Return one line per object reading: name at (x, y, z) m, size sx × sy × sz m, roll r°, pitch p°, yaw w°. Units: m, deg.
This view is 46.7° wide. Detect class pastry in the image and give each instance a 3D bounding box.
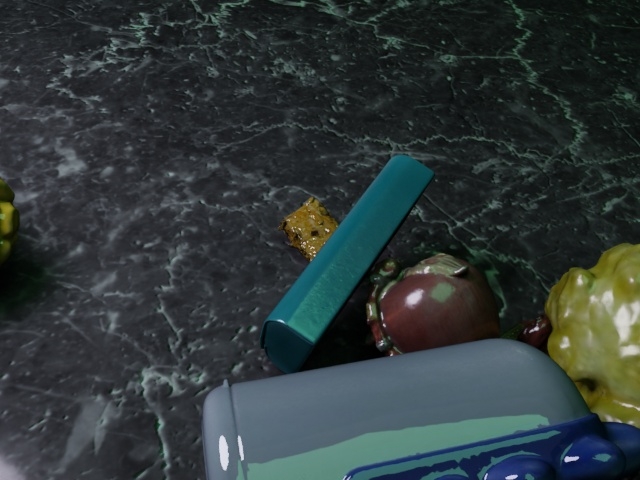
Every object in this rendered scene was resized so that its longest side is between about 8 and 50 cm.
pastry at (0.000, 0.000, 1.037) m, size 0.080 × 0.056 × 0.140 m, roll -28°, pitch 54°, yaw -20°

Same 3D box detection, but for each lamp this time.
lamp at (0.159, 0.106, 0.895) m, size 0.215 × 0.151 × 0.223 m, roll -28°, pitch 96°, yaw -28°

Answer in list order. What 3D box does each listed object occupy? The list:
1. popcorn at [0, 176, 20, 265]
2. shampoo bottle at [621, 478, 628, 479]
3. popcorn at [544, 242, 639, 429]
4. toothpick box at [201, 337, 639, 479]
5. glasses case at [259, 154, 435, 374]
popcorn at (-0.474, -0.024, 0.912) m, size 0.200 × 0.226 × 0.203 m, roll 59°, pitch 12°, yaw 4°
shampoo bottle at (0.317, 0.305, 0.730) m, size 0.126 × 0.084 × 0.350 m, roll -30°, pitch 53°, yaw -33°
popcorn at (0.368, 0.141, 0.801) m, size 0.235 × 0.241 × 0.250 m, roll 15°, pitch -4°, yaw 44°
toothpick box at (0.091, 0.210, 0.629) m, size 0.355 × 0.263 × 0.263 m, roll -10°, pitch 44°, yaw -8°
glasses case at (0.033, 0.023, 0.922) m, size 0.070 × 0.117 × 0.301 m, roll 33°, pitch 57°, yaw 5°
